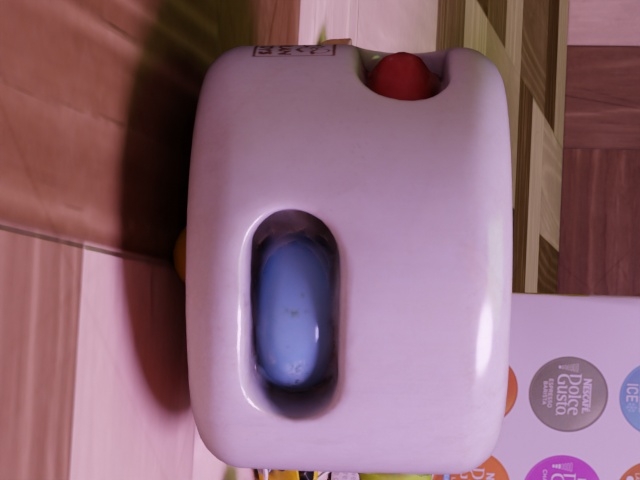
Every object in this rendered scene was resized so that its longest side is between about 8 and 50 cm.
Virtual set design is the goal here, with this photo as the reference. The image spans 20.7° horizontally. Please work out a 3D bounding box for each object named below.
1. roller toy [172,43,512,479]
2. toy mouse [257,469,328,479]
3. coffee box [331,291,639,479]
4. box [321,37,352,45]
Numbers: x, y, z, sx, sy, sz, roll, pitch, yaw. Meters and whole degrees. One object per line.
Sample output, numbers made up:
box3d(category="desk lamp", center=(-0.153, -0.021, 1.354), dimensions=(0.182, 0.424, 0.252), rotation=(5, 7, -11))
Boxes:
box3d(category="roller toy", center=(0.007, 0.005, 0.783), dimensions=(0.191, 0.146, 0.209), rotation=(88, 4, -61))
box3d(category="toy mouse", center=(-0.027, 0.166, 0.913), dimensions=(0.161, 0.031, 0.143), rotation=(62, 32, -66))
box3d(category="coffee box", center=(0.195, 0.246, 1.229), dimensions=(0.338, 0.334, 0.338), rotation=(61, 33, -66))
box3d(category="box", center=(0.000, 0.000, 1.033), dimensions=(0.201, 0.021, 0.164), rotation=(-72, 159, -51))
